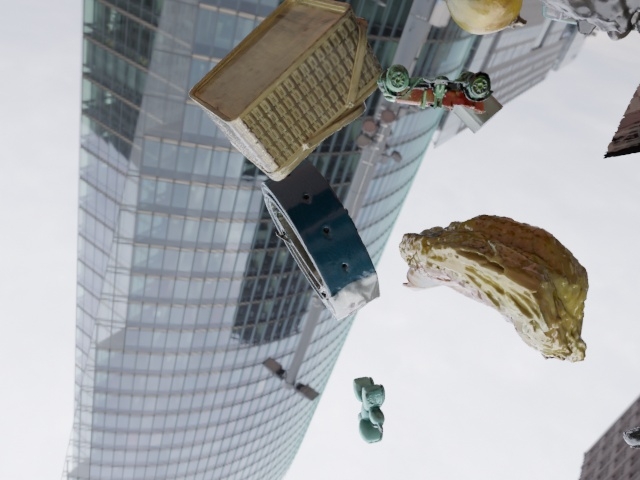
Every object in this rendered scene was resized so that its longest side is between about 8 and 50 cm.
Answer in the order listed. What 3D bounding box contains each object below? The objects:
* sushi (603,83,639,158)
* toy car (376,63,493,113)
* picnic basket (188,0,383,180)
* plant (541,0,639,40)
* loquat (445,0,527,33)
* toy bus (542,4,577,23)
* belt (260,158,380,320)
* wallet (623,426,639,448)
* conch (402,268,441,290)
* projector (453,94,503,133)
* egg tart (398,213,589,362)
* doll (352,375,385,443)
[{"bbox_3d":[0.556,-0.232,0.675,0.340,0.068,0.320,-6,-151,46],"label":"sushi"},{"bbox_3d":[0.146,-0.196,0.693,0.144,0.054,0.073,3,-163,-3],"label":"toy car"},{"bbox_3d":[-0.055,-0.295,1.023,0.228,0.313,0.175,40,174,47],"label":"picnic basket"},{"bbox_3d":[0.336,-0.316,0.581,0.321,0.181,0.194,16,-147,-19],"label":"plant"},{"bbox_3d":[0.478,-0.678,1.505,0.246,0.213,0.213,37,-146,-4],"label":"loquat"},{"bbox_3d":[0.459,-0.463,0.932,0.109,0.091,0.261,15,-133,22],"label":"toy bus"},{"bbox_3d":[-0.001,-0.001,1.452,0.173,0.300,0.436,-33,-93,-9],"label":"belt"},{"bbox_3d":[0.744,0.387,1.037,0.318,0.172,0.045,19,-130,-28],"label":"wallet"},{"bbox_3d":[0.340,0.075,1.446,0.158,0.255,0.127,-7,-129,-40],"label":"conch"},{"bbox_3d":[0.406,-0.337,1.378,0.083,0.083,0.082,-41,-95,-8],"label":"projector"},{"bbox_3d":[0.285,0.054,0.855,0.352,0.153,0.339,34,179,-38],"label":"egg tart"},{"bbox_3d":[0.119,0.416,1.305,0.059,0.159,0.158,-6,-97,-13],"label":"doll"}]
